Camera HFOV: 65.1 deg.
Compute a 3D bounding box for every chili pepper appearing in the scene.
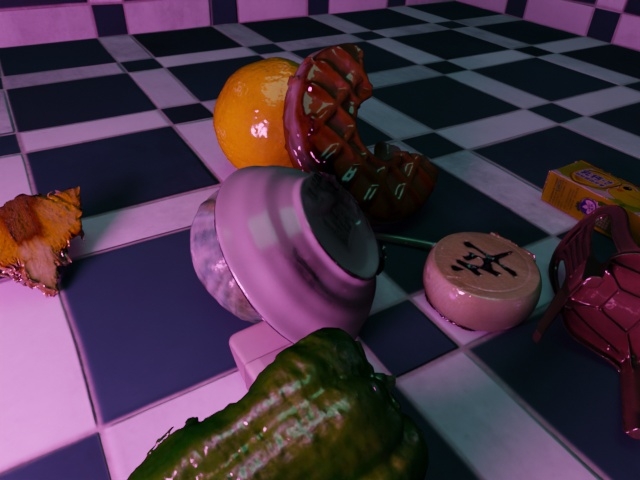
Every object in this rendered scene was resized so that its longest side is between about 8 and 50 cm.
[{"bbox_3d":[-0.070,0.249,0.426,0.384,0.213,0.167,-36,51,-11],"label":"chili pepper"}]

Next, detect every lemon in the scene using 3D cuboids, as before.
[{"bbox_3d":[-0.097,-0.258,1.091,0.292,0.293,0.293,1,36,-1],"label":"lemon"}]

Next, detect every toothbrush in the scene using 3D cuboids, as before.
[{"bbox_3d":[0.118,-0.006,0.968,0.257,0.018,0.024,11,31,13],"label":"toothbrush"}]

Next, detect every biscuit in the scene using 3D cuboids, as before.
[{"bbox_3d":[0.068,-0.178,0.957,0.115,0.366,0.268,-16,33,53],"label":"biscuit"}]

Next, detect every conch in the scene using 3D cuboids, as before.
[{"bbox_3d":[-0.106,0.009,0.818,0.220,0.195,0.277,33,5,-18],"label":"conch"}]

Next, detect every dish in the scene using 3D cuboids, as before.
[{"bbox_3d":[0.000,0.000,0.723,0.316,0.106,0.317,36,36,-32],"label":"dish"}]

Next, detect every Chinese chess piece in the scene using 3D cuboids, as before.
[{"bbox_3d":[0.265,0.062,0.827,0.188,0.083,0.188,3,37,-2],"label":"Chinese chess piece"}]

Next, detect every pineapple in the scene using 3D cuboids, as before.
[{"bbox_3d":[-0.498,0.024,0.846,0.139,0.164,0.250,-25,17,33],"label":"pineapple"}]

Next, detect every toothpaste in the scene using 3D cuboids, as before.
[{"bbox_3d":[0.618,-0.055,1.011,0.110,0.077,0.327,-20,42,-25],"label":"toothpaste"}]

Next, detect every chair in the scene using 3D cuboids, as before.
[{"bbox_3d":[0.432,0.086,0.725,0.183,0.176,0.326,38,33,13],"label":"chair"}]

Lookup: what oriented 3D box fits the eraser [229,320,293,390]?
[{"bbox_3d":[-0.003,0.228,0.605,0.089,0.061,0.352,-20,41,-27],"label":"eraser"}]
